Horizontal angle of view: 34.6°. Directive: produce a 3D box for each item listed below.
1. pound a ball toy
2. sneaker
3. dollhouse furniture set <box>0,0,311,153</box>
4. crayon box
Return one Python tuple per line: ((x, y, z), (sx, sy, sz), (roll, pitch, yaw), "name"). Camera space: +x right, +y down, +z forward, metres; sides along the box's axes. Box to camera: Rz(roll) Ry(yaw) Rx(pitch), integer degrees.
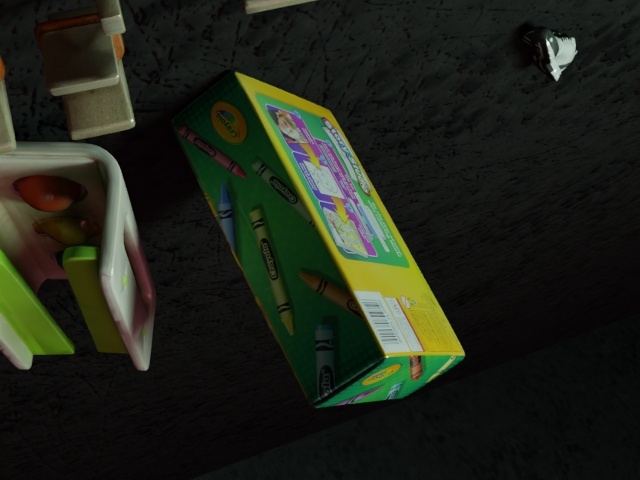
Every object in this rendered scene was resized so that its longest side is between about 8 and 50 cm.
((-0.254, 0.007, 0.845), (0.208, 0.136, 0.319), (1, 158, -2), "pound a ball toy")
((0.238, -0.202, 1.057), (0.044, 0.040, 0.109), (-47, 162, 7), "sneaker")
((-0.130, -0.178, 0.537), (0.259, 0.135, 0.262), (-12, 159, -7), "dollhouse furniture set")
((0.000, 0.000, 0.881), (0.081, 0.278, 0.165), (-36, 159, 21), "crayon box")
